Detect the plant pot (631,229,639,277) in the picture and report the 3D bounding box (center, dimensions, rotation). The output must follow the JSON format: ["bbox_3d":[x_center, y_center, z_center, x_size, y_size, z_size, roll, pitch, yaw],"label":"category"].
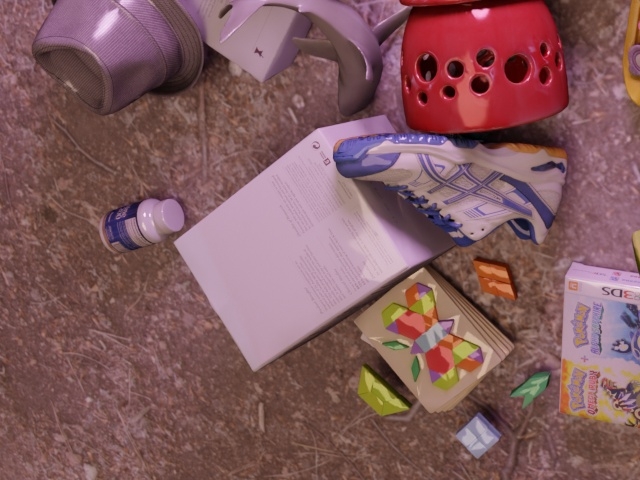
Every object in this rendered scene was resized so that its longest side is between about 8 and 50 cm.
[{"bbox_3d":[0.483,0.103,1.327,0.227,0.228,0.207,-11,116,7],"label":"plant pot"}]

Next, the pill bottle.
[{"bbox_3d":[-0.262,-0.024,1.781,0.120,0.067,0.067,-15,105,32],"label":"pill bottle"}]

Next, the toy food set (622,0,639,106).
[{"bbox_3d":[0.396,-0.233,1.333,0.128,0.071,0.218,12,117,23],"label":"toy food set"}]

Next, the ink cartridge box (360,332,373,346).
[{"bbox_3d":[0.103,0.135,1.686,0.083,0.028,0.048,30,121,12],"label":"ink cartridge box"}]

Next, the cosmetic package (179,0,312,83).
[{"bbox_3d":[-0.093,-0.428,1.485,0.284,0.097,0.377,37,124,10],"label":"cosmetic package"}]

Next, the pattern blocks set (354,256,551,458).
[{"bbox_3d":[0.150,0.129,1.631,0.325,0.026,0.285,36,114,10],"label":"pattern blocks set"}]

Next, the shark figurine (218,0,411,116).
[{"bbox_3d":[0.016,-0.234,1.444,0.166,0.278,0.116,-36,50,23],"label":"shark figurine"}]

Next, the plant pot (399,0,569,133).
[{"bbox_3d":[0.180,-0.224,1.381,0.191,0.191,0.174,0,110,28],"label":"plant pot"}]

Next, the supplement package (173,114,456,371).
[{"bbox_3d":[0.000,0.000,1.542,0.263,0.198,0.199,-36,83,28],"label":"supplement package"}]

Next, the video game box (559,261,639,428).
[{"bbox_3d":[0.398,0.139,1.522,0.187,0.048,0.205,9,116,26],"label":"video game box"}]

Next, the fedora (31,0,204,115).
[{"bbox_3d":[-0.287,-0.253,1.585,0.244,0.124,0.275,46,156,-19],"label":"fedora"}]

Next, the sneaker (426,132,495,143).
[{"bbox_3d":[0.201,-0.096,1.509,0.166,0.065,0.076,37,116,2],"label":"sneaker"}]

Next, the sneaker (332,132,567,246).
[{"bbox_3d":[0.154,-0.057,1.409,0.296,0.112,0.131,5,97,-18],"label":"sneaker"}]
